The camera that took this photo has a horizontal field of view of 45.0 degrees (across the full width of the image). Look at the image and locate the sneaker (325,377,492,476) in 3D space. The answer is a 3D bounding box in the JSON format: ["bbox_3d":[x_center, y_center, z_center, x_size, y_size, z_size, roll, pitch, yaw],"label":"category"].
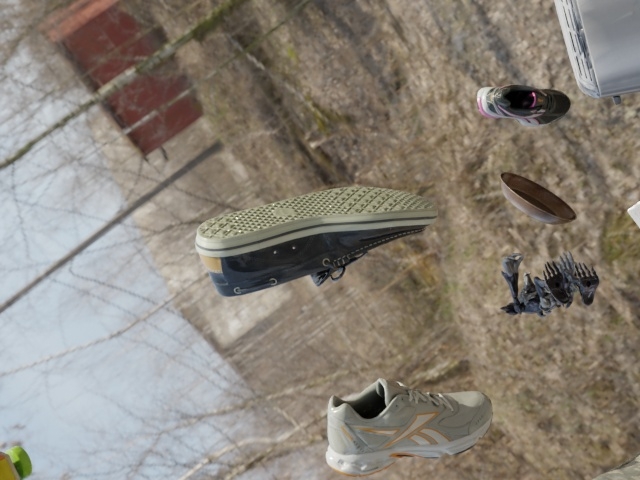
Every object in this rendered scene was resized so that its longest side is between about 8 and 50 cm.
[{"bbox_3d":[0.131,0.249,1.118,0.099,0.263,0.121,-145,45,-65],"label":"sneaker"}]

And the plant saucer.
[{"bbox_3d":[0.490,-0.089,1.767,0.199,0.036,0.198,22,-155,-11],"label":"plant saucer"}]

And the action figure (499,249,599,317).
[{"bbox_3d":[0.473,0.089,1.621,0.275,0.164,0.140,128,136,-78],"label":"action figure"}]

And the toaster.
[{"bbox_3d":[0.348,-0.270,0.879,0.129,0.147,0.227,-70,-39,-59],"label":"toaster"}]

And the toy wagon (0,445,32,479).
[{"bbox_3d":[-0.524,0.477,1.160,0.267,0.068,0.344,-19,-100,-49],"label":"toy wagon"}]

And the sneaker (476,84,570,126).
[{"bbox_3d":[0.364,-0.235,1.338,0.077,0.178,0.071,-173,79,-68],"label":"sneaker"}]

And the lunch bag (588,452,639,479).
[{"bbox_3d":[0.436,0.433,1.036,0.256,0.305,0.212,56,139,30],"label":"lunch bag"}]

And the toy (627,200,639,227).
[{"bbox_3d":[0.745,-0.074,1.519,0.056,0.237,0.136,-5,-120,-48],"label":"toy"}]

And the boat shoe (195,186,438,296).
[{"bbox_3d":[0.000,0.000,1.569,0.187,0.501,0.155,-132,32,-62],"label":"boat shoe"}]
